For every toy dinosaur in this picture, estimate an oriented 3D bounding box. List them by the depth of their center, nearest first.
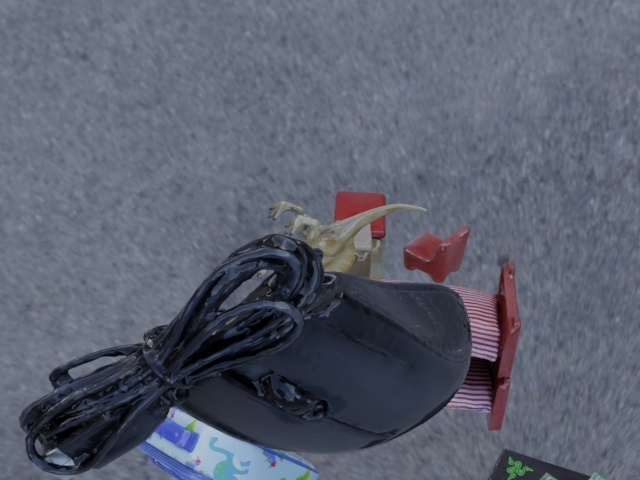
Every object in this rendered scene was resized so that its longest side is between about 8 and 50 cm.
[{"bbox_3d":[0.000,0.000,1.004,0.183,0.093,0.053,-43,36,23],"label":"toy dinosaur"}]

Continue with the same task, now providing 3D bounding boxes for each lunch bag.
[{"bbox_3d":[-0.123,0.271,1.404,0.219,0.176,0.090,11,73,56],"label":"lunch bag"}]

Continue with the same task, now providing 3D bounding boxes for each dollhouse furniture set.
[{"bbox_3d":[0.105,0.038,1.294,0.201,0.152,0.374,4,33,1],"label":"dollhouse furniture set"}]

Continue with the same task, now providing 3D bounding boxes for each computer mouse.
[{"bbox_3d":[-0.004,0.077,0.598,0.188,0.272,0.072,-36,67,28],"label":"computer mouse"}]

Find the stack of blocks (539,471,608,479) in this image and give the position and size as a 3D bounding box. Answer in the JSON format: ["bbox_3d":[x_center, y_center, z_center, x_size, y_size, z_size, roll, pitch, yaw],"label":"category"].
[{"bbox_3d":[0.299,0.348,1.263,0.171,0.297,0.087,34,104,19],"label":"stack of blocks"}]

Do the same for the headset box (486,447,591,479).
[{"bbox_3d":[0.320,0.445,1.541,0.283,0.131,0.246,15,46,28],"label":"headset box"}]
